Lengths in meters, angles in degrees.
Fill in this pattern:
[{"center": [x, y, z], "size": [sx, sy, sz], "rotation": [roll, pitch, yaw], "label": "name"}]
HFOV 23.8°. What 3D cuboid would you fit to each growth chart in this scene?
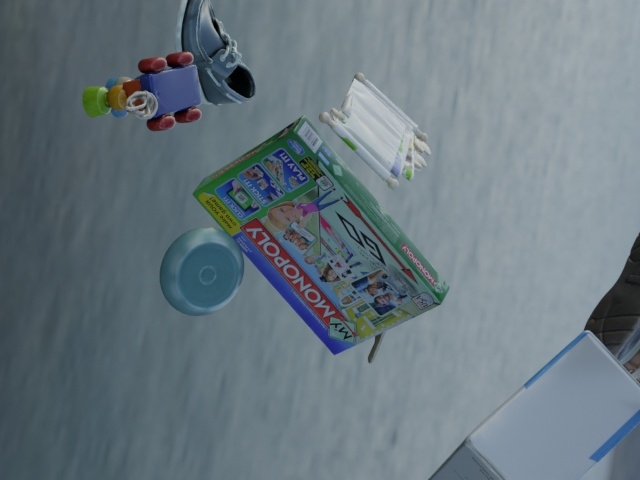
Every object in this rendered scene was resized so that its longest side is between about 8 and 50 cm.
[{"center": [0.086, -0.156, 2.176], "size": [0.021, 0.172, 0.237], "rotation": [-40, -171, 25], "label": "growth chart"}]

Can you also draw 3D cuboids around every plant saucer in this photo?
[{"center": [-0.149, 0.043, 1.962], "size": [0.021, 0.119, 0.119], "rotation": [26, -68, 60], "label": "plant saucer"}]

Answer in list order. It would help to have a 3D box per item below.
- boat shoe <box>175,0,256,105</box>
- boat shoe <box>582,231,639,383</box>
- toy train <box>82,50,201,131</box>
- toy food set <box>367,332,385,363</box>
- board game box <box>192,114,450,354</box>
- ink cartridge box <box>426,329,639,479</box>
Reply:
[{"center": [-0.172, -0.322, 2.545], "size": [0.319, 0.099, 0.116], "rotation": [77, 25, -66], "label": "boat shoe"}, {"center": [0.481, 0.052, 2.047], "size": [0.324, 0.116, 0.123], "rotation": [-53, -154, -4], "label": "boat shoe"}, {"center": [-0.282, -0.205, 2.190], "size": [0.248, 0.143, 0.105], "rotation": [-29, 113, -65], "label": "toy train"}, {"center": [0.057, 0.105, 2.571], "size": [0.192, 0.038, 0.132], "rotation": [-113, -151, -41], "label": "toy food set"}, {"center": [0.000, 0.000, 2.099], "size": [0.317, 0.213, 0.046], "rotation": [49, 39, -15], "label": "board game box"}, {"center": [0.253, 0.272, 1.899], "size": [0.223, 0.129, 0.307], "rotation": [-39, 169, -25], "label": "ink cartridge box"}]
